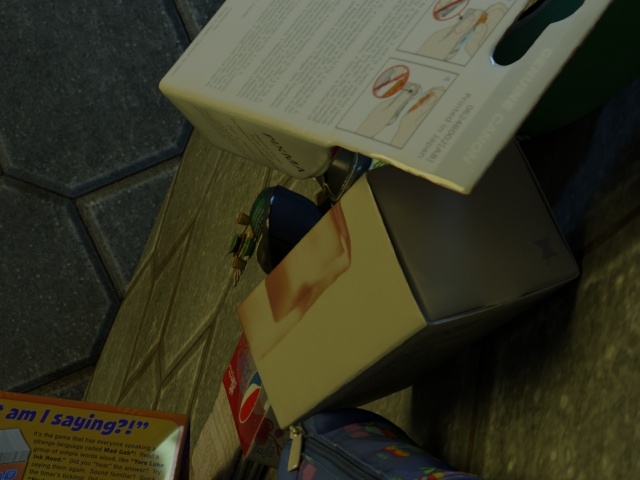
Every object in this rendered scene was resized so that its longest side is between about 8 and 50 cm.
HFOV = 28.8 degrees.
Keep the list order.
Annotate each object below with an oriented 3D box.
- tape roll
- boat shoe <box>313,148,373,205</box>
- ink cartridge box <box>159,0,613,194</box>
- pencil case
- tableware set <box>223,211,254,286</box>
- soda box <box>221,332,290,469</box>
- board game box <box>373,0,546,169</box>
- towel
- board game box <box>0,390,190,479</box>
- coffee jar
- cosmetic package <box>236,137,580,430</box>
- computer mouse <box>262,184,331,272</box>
[{"bbox_3d":[0.202,-0.243,1.010,0.321,0.077,0.321,-44,30,33],"label":"tape roll"},{"bbox_3d":[0.010,-0.088,1.375,0.084,0.079,0.233,-64,17,15],"label":"boat shoe"},{"bbox_3d":[0.084,-0.174,0.943,0.308,0.091,0.385,-52,40,-11],"label":"ink cartridge box"},{"bbox_3d":[0.051,0.204,0.950,0.119,0.133,0.306,-53,14,-7],"label":"pencil case"},{"bbox_3d":[-0.139,0.003,2.164,0.154,0.024,0.104,-93,28,-59],"label":"tableware set"},{"bbox_3d":[-0.050,0.180,1.454,0.263,0.083,0.092,-126,58,-74],"label":"soda box"},{"bbox_3d":[0.142,-0.114,1.121,0.260,0.030,0.136,-37,38,36],"label":"board game box"},{"bbox_3d":[-0.120,0.268,1.666,0.282,0.049,0.187,-129,61,-74],"label":"towel"},{"bbox_3d":[-0.364,0.433,1.521,0.356,0.357,0.356,98,180,-46],"label":"board game box"},{"bbox_3d":[-0.041,-0.005,1.660,0.079,0.096,0.184,-64,14,15],"label":"coffee jar"},{"bbox_3d":[0.058,0.044,1.037,0.296,0.153,0.129,-44,65,57],"label":"cosmetic package"},{"bbox_3d":[0.000,0.000,1.420,0.262,0.060,0.184,71,-156,-52],"label":"computer mouse"}]
